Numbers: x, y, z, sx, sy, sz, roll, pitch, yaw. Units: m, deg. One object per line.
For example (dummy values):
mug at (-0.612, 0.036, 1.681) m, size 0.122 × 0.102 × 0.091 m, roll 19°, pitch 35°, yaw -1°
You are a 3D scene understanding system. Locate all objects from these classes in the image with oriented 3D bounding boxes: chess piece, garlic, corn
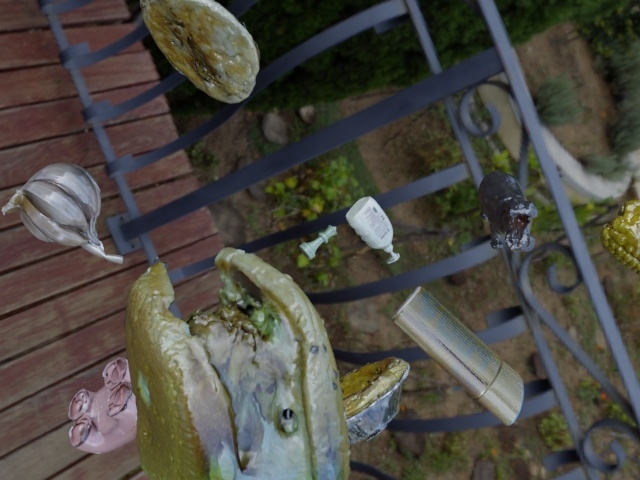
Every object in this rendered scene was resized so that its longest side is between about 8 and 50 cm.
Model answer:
chess piece at (0.000, 0.000, 1.706) m, size 0.093 × 0.042 × 0.042 m, roll -38°, pitch 107°, yaw -12°
garlic at (-0.374, -0.034, 1.178) m, size 0.194 × 0.127 × 0.131 m, roll 46°, pitch 17°, yaw -5°
corn at (0.581, 0.063, 1.128) m, size 0.363 × 0.120 × 0.120 m, roll 32°, pitch 48°, yaw 5°

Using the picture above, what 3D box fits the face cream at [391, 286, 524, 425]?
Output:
face cream at (0.264, 0.211, 1.441) m, size 0.285 × 0.067 × 0.139 m, roll 42°, pitch 30°, yaw 6°

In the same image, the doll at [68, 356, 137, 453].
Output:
doll at (-0.317, 0.344, 1.507) m, size 0.268 × 0.216 × 0.284 m, roll 39°, pitch 18°, yaw -38°

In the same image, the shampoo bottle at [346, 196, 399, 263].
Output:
shampoo bottle at (0.120, -0.016, 1.598) m, size 0.152 × 0.045 × 0.077 m, roll 50°, pitch 64°, yaw -23°

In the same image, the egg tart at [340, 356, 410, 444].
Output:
egg tart at (0.067, 0.294, 1.364) m, size 0.234 × 0.234 × 0.094 m, roll -30°, pitch 87°, yaw -47°

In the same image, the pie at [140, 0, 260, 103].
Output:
pie at (-0.281, -0.456, 1.772) m, size 0.339 × 0.339 × 0.077 m, roll 48°, pitch 62°, yaw -23°

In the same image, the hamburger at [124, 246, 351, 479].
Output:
hamburger at (-0.071, 0.160, 0.722) m, size 0.167 × 0.192 × 0.288 m, roll -15°, pitch 113°, yaw -32°

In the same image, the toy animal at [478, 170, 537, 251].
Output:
toy animal at (0.454, -0.057, 1.840) m, size 0.343 × 0.106 × 0.169 m, roll -89°, pitch 173°, yaw -72°
